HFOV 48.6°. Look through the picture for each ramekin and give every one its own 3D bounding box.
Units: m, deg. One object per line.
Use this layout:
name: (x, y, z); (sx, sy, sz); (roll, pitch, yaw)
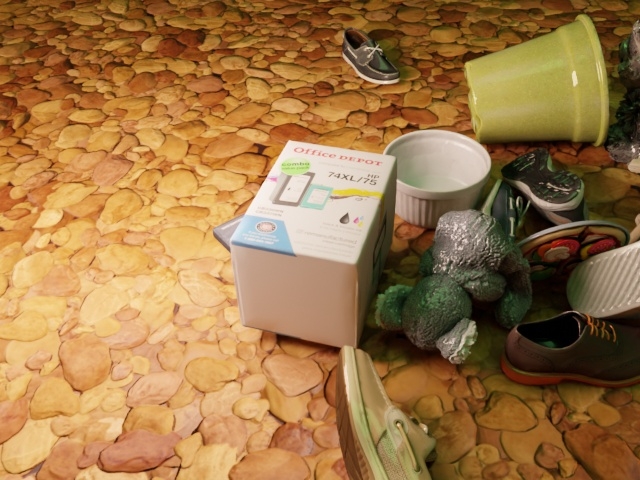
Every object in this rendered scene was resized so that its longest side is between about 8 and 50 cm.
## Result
ramekin: (0.221, -0.115, 1.380); (0.207, 0.109, 0.207); (-1, 41, 1)

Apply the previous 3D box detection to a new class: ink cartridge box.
ink cartridge box: (0.000, 0.000, 1.160); (0.198, 0.197, 0.270); (10, 43, 13)

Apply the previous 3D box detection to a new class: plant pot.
plant pot: (0.444, -0.314, 1.503); (0.254, 0.276, 0.276); (-9, 41, 9)

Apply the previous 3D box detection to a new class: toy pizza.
toy pizza: (0.403, 0.026, 1.157); (0.202, 0.201, 0.032); (-5, 64, -3)

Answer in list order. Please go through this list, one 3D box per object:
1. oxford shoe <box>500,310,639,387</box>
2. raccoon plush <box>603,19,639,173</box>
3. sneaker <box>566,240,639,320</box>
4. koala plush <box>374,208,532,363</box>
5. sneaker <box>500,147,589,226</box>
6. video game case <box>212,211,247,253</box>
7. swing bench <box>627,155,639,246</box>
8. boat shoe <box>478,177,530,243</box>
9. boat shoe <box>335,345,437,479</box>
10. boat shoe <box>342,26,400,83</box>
oxford shoe: (0.415, 0.159, 1.071); (0.272, 0.098, 0.096); (-6, 42, -3)
raccoon plush: (0.765, -0.270, 1.381); (0.446, 0.299, 0.216); (33, 52, 32)
sneaker: (0.554, 0.044, 1.045); (0.150, 0.366, 0.135); (3, 79, -32)
koala plush: (0.203, 0.082, 1.120); (0.196, 0.203, 0.221); (29, 63, 31)
sneaker: (0.431, -0.096, 1.369); (0.100, 0.108, 0.271); (-29, 26, 8)
video game case: (-0.047, 0.014, 1.313); (0.196, 0.026, 0.274); (-28, 47, -25)
swing bench: (0.616, -0.070, 1.199); (0.165, 0.254, 0.253); (26, 50, 28)
boat shoe: (0.329, -0.042, 1.291); (0.079, 0.095, 0.254); (24, 26, 8)
boat shoe: (0.096, 0.290, 0.938); (0.110, 0.121, 0.341); (-7, 52, -11)
boat shoe: (0.124, -0.468, 1.803); (0.084, 0.079, 0.233); (-20, 46, -20)
